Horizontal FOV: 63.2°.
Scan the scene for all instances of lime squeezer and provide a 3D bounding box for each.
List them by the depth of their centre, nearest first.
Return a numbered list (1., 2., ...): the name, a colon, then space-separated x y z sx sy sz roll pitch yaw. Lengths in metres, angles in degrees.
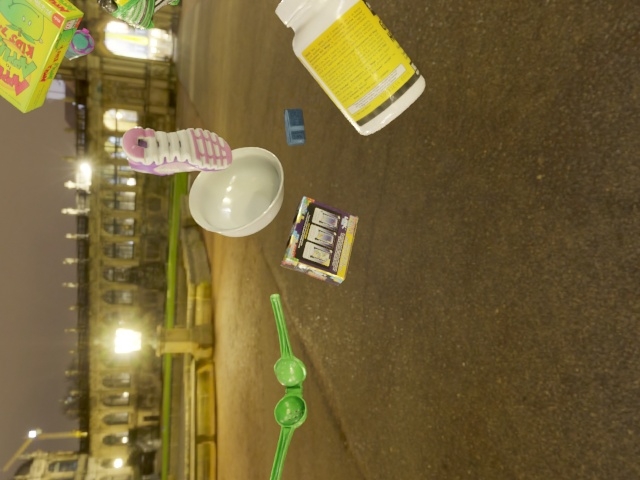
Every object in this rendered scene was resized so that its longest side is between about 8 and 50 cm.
1. lime squeezer: -0.064 0.248 0.865 0.059 0.110 0.310 -7 76 33

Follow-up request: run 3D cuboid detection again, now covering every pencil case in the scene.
1. pencil case: -0.681 -0.547 1.448 0.152 0.065 0.070 20 85 50

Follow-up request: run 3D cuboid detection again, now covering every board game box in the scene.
1. board game box: -0.428 -0.286 0.757 0.181 0.092 0.043 -44 13 32
2. board game box: 0.000 0.000 1.178 0.048 0.141 0.170 130 159 -57

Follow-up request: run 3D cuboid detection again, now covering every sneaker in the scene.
1. sneaker: -0.316 -0.185 1.144 0.104 0.237 0.095 -44 51 55
2. sneaker: -0.365 -0.651 1.209 0.343 0.146 0.134 -45 62 12

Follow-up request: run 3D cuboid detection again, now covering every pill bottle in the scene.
1. pill bottle: 0.063 -0.415 1.144 0.188 0.334 0.188 -38 15 12

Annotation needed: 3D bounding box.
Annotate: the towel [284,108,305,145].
1. towel: -0.083 -0.372 1.701 0.029 0.067 0.119 -171 73 -66

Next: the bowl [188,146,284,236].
1. bowl: -0.227 -0.121 1.541 0.134 0.298 0.297 61 -164 -55
